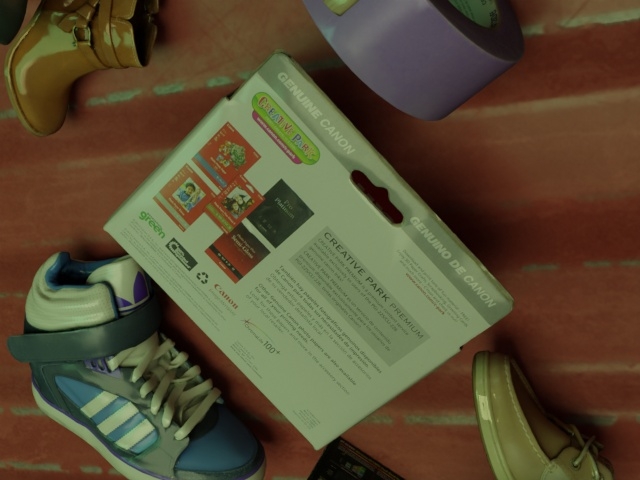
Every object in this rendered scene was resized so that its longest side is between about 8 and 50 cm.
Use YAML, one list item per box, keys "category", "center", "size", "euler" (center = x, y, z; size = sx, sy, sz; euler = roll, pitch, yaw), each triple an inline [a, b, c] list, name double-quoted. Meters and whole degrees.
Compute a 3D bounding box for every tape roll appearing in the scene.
- category: "tape roll"
  center: [0.070, -0.193, 0.723]
  size: [0.080, 0.189, 0.189]
  euler: [-35, 97, 32]

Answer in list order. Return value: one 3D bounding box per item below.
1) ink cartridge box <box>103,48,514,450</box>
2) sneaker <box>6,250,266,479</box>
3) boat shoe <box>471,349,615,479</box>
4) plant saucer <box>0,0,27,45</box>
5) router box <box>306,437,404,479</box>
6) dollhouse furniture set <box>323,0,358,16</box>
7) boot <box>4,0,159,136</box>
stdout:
- category: "ink cartridge box"
  center: [0.000, 0.000, 0.882]
  size: [0.309, 0.130, 0.272]
  euler: [47, 121, -4]
- category: "sneaker"
  center: [-0.196, 0.136, 1.030]
  size: [0.322, 0.130, 0.236]
  euler: [24, 126, 17]
- category: "boat shoe"
  center: [0.239, 0.225, 0.909]
  size: [0.098, 0.109, 0.302]
  euler: [-20, 111, 24]
- category: "plant saucer"
  center: [-0.333, -0.318, 0.776]
  size: [0.043, 0.317, 0.318]
  euler: [-27, 104, -1]
- category: "router box"
  center: [0.044, 0.286, 1.025]
  size: [0.122, 0.092, 0.038]
  euler: [33, 123, 6]
- category: "dollhouse furniture set"
  center: [0.053, -0.393, 0.485]
  size: [0.362, 0.394, 0.256]
  euler: [50, 133, -9]
- category: "boot"
  center: [-0.234, -0.185, 0.919]
  size: [0.152, 0.073, 0.197]
  euler: [16, 116, 21]
